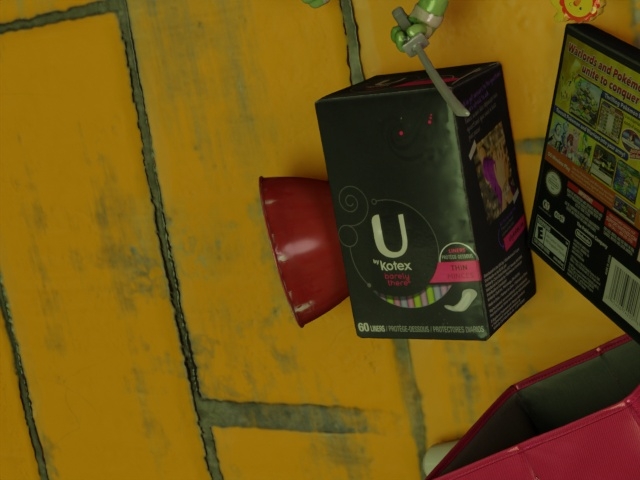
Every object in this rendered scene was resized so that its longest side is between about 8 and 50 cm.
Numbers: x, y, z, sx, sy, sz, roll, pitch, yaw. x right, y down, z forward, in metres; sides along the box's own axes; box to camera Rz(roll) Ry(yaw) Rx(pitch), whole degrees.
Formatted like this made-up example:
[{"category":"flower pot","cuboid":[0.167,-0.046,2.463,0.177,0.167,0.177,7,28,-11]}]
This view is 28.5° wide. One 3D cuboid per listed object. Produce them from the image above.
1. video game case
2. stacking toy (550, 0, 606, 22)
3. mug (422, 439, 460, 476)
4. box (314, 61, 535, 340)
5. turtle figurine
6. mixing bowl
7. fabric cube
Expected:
[{"category":"video game case","cuboid":[0.293,-0.053,1.211,0.275,0.035,0.248,-129,40,-58]},{"category":"stacking toy","cuboid":[0.223,-0.312,1.177,0.052,0.167,0.221,-29,91,36]},{"category":"mug","cuboid":[0.158,0.273,1.500,0.064,0.062,0.078,-7,97,41]},{"category":"box","cuboid":[0.116,-0.041,1.356,0.165,0.143,0.270,-3,105,32]},{"category":"turtle figurine","cuboid":[0.049,-0.289,1.252,0.266,0.198,0.274,7,69,48]},{"category":"mixing bowl","cuboid":[0.000,0.000,1.447,0.098,0.181,0.181,-16,100,3]},{"category":"fabric cube","cuboid":[0.310,0.261,1.282,0.259,0.254,0.258,-31,90,35]}]
